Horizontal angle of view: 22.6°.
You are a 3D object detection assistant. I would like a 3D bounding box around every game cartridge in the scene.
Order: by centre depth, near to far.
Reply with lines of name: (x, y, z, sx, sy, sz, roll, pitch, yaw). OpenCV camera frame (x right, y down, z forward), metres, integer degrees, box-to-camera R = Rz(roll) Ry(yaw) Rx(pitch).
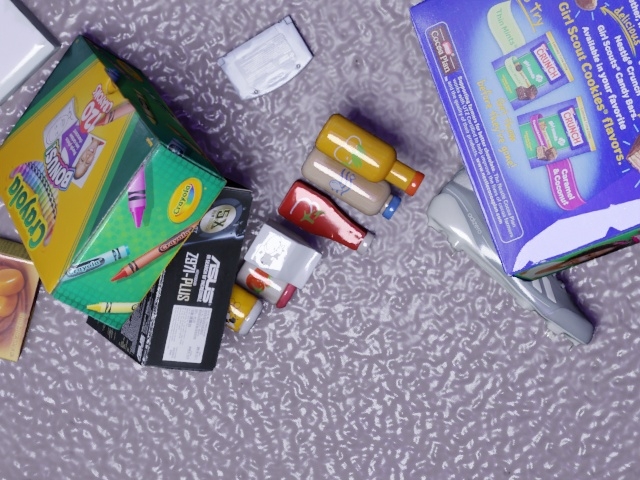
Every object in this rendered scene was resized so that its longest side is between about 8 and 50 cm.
game cartridge: (-0.052, -0.174, 1.568, 0.083, 0.017, 0.056, -30, 91, 8)

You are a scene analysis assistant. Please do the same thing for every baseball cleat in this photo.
baseball cleat: (0.202, 0.008, 1.543, 0.206, 0.072, 0.109, 40, 93, -5)

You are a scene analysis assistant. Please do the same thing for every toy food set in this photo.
toy food set: (0.000, 0.000, 1.538, 0.104, 0.111, 0.232, 31, 99, 0)

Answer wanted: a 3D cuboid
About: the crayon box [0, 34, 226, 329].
crayon box: (-0.203, -0.060, 1.468, 0.081, 0.278, 0.165, 30, 101, -33)

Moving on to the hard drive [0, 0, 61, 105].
hard drive: (-0.436, -0.161, 1.591, 0.307, 0.040, 0.203, -42, 92, 9)

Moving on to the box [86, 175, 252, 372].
box: (-0.146, 0.019, 1.528, 0.078, 0.147, 0.180, 7, 99, -32)

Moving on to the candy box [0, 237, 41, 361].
candy box: (-0.374, 0.041, 1.587, 0.187, 0.053, 0.109, 16, 106, -5)

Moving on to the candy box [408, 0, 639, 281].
candy box: (0.278, -0.141, 1.434, 0.317, 0.122, 0.268, -21, 82, 17)
